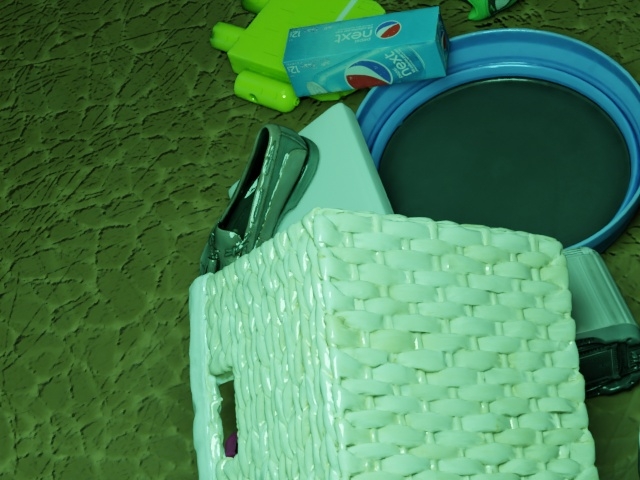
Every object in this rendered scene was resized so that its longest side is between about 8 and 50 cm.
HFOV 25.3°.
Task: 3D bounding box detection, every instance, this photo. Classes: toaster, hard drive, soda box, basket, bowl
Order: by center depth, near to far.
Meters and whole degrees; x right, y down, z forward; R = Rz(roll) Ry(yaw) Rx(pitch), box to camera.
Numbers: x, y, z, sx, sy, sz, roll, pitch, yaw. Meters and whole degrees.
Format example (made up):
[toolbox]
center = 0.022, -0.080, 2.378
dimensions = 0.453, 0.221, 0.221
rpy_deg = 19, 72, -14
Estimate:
[basket]
center = 0.074, 0.165, 1.429
dimensions = 0.331, 0.266, 0.328
rpy_deg = 8, 65, -32
[toaster]
center = 0.271, 0.102, 1.637
dimensions = 0.227, 0.129, 0.146
rpy_deg = -17, 50, 2
[hard drive]
center = 0.000, 0.000, 1.768
dimensions = 0.203, 0.040, 0.307
rpy_deg = -37, 49, 22
[bowl]
center = 0.232, -0.107, 1.830
dimensions = 0.391, 0.077, 0.391
rpy_deg = -6, 53, 8
[soda box]
center = 0.061, -0.249, 1.885
dimensions = 0.210, 0.067, 0.071
rpy_deg = -7, 47, 18

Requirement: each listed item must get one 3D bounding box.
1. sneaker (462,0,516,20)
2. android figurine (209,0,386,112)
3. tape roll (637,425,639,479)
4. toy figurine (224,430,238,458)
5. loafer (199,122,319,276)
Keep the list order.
[sneaker]
center = 0.160, -0.443, 2.056
dimensions = 0.146, 0.134, 0.343
rpy_deg = -39, 57, -16
[android figurine]
center = -0.015, -0.284, 2.024
dimensions = 0.273, 0.056, 0.248
rpy_deg = 20, 60, 25
[tape roll]
center = 0.455, 0.231, 1.539
dimensions = 0.219, 0.072, 0.219
rpy_deg = -6, 54, 8
[toy figurine]
center = -0.036, 0.260, 1.609
dimensions = 0.173, 0.130, 0.159
rpy_deg = -25, 40, -34
[loafer]
center = -0.100, -0.023, 1.778
dimensions = 0.096, 0.084, 0.267
rpy_deg = 24, 85, 47
